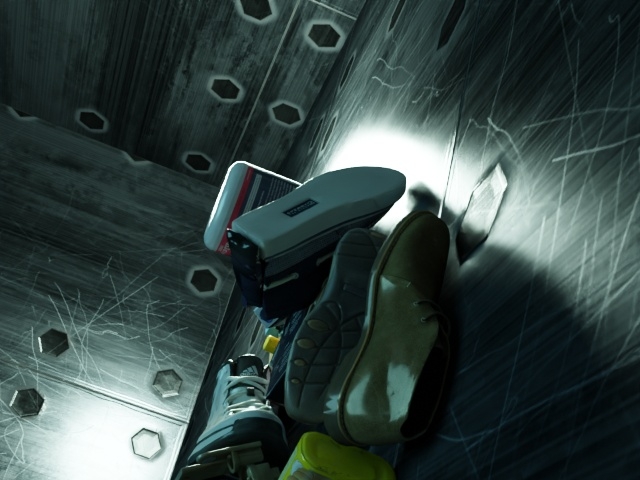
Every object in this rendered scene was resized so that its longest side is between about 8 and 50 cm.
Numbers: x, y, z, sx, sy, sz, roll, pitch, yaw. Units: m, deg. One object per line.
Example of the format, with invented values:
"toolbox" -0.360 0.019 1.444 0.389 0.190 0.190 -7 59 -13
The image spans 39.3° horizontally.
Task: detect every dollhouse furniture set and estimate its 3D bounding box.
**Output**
"dollhouse furniture set" -0.136 0.406 1.404 0.151 0.123 0.144 67 147 29

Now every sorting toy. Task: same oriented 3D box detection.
"sorting toy" -0.091 0.199 2.080 0.348 0.047 0.196 -91 24 -68

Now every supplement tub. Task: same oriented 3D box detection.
"supplement tub" -0.082 -0.030 1.818 0.191 0.272 0.191 -159 90 -82

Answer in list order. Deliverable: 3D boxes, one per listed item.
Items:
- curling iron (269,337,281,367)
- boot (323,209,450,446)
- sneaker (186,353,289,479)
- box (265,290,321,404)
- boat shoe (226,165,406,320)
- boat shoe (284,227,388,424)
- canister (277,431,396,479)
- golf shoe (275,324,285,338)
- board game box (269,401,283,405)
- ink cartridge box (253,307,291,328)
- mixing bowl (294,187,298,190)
"curling iron" -0.045 0.148 1.941 0.274 0.035 0.068 -68 15 -5
"boot" 0.111 0.094 1.021 0.115 0.112 0.305 -10 49 44
"sneaker" -0.160 0.317 1.688 0.447 0.169 0.258 122 154 -62
"box" -0.012 0.179 1.483 0.156 0.093 0.158 123 165 -54
"boat shoe" 0.000 0.000 1.434 0.127 0.340 0.158 32 135 43
"boat shoe" 0.030 0.132 1.299 0.324 0.123 0.116 -63 -2 -36
"canister" -0.003 0.309 1.013 0.073 0.126 0.170 -87 22 -65
"golf shoe" -0.056 0.133 1.778 0.120 0.105 0.273 -41 4 -3
"board game box" -0.047 0.254 1.745 0.281 0.027 0.145 145 145 -75
"ink cartridge box" -0.015 0.070 1.566 0.207 0.046 0.097 -44 -15 21
"mixing bowl" 0.010 -0.008 1.655 0.098 0.181 0.181 28 98 49
